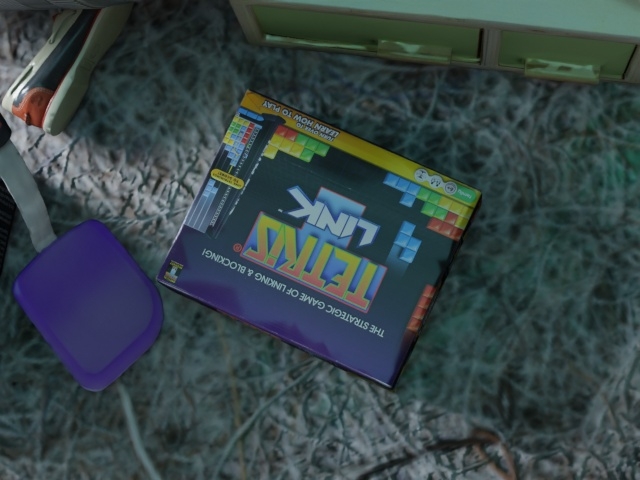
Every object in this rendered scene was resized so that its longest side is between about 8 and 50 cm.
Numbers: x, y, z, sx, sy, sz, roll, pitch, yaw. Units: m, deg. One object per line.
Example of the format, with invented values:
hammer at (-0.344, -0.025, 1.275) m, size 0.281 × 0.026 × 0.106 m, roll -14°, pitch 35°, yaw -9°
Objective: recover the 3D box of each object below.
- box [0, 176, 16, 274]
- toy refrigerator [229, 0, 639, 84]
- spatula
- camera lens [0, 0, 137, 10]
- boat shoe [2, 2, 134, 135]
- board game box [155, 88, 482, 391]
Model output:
box at (-0.295, 0.007, 0.939) m, size 0.156 × 0.093 × 0.158 m, roll 9°, pitch 83°, yaw 6°
toy refrigerator at (0.083, -0.163, 0.930) m, size 0.269 × 0.102 × 0.094 m, roll 6°, pitch 81°, yaw 5°
spatula at (-0.192, -0.041, 0.894) m, size 0.084 × 0.030 × 0.296 m, roll -43°, pitch 119°, yaw -28°
camera lens at (-0.206, -0.253, 0.890) m, size 0.274 × 0.219 × 0.219 m, roll 2°, pitch 80°, yaw 18°
boat shoe at (-0.167, -0.138, 0.976) m, size 0.043 × 0.049 × 0.137 m, roll 28°, pitch 89°, yaw 11°
board game box at (0.000, 0.000, 0.936) m, size 0.170 × 0.048 × 0.141 m, roll 24°, pitch 82°, yaw 9°
